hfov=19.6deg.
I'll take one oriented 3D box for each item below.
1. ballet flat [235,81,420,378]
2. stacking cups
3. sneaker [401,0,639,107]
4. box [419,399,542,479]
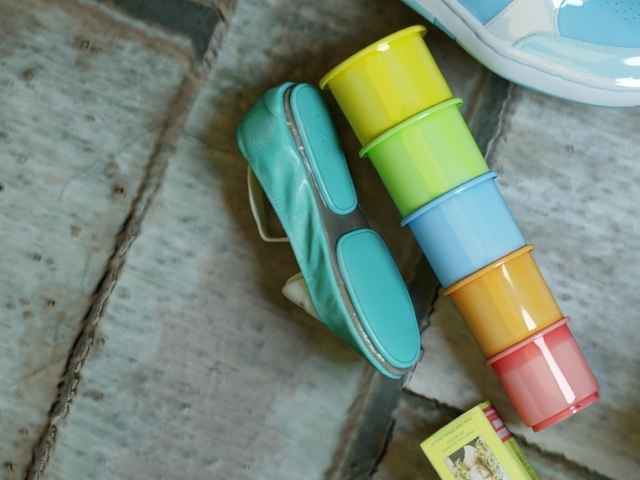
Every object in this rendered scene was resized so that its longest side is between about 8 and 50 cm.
[{"bbox_3d":[0.000,0.000,1.448,0.087,0.083,0.247,-26,83,36],"label":"ballet flat"},{"bbox_3d":[0.118,-0.008,1.414,0.096,0.096,0.316,-31,87,11],"label":"stacking cups"},{"bbox_3d":[0.147,-0.244,1.341,0.319,0.127,0.208,32,135,11],"label":"sneaker"},{"bbox_3d":[0.165,0.233,1.394,0.058,0.087,0.232,-35,81,9],"label":"box"}]
